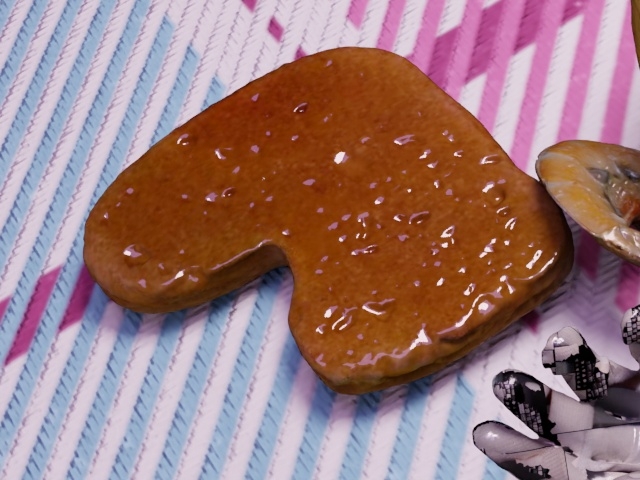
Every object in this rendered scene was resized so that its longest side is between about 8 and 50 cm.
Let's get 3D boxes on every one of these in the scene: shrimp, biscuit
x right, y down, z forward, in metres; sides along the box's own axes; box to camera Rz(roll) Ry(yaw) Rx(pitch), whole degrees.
[{"bbox_3d":[0.204,-0.002,1.027,0.132,0.052,0.187,-18,45,-40],"label":"shrimp"},{"bbox_3d":[0.000,0.001,1.106,0.262,0.052,0.277,-38,54,-10],"label":"biscuit"}]

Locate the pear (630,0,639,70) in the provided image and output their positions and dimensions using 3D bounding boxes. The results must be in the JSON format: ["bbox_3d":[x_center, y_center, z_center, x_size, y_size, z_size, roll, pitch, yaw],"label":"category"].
[{"bbox_3d":[0.325,-0.142,0.957,0.314,0.314,0.314,-8,52,10],"label":"pear"}]

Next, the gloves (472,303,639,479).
[{"bbox_3d":[0.192,0.105,0.940,0.212,0.111,0.127,-7,71,8],"label":"gloves"}]
